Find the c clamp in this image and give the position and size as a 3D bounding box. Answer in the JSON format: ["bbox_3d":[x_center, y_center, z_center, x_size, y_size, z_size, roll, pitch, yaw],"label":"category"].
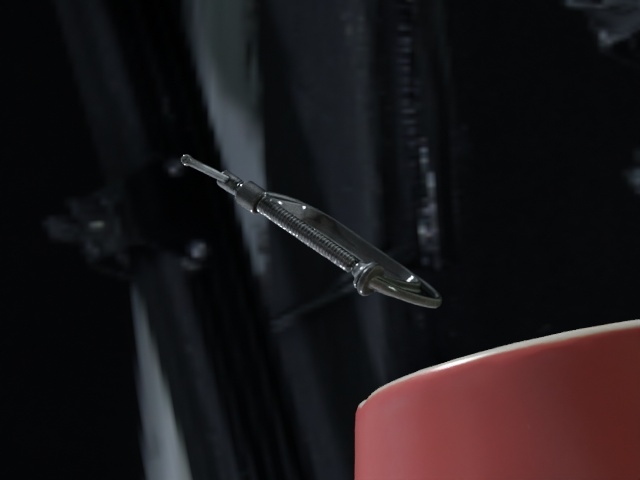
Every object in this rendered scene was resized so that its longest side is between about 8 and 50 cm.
[{"bbox_3d":[0.000,0.000,1.206,0.161,0.137,0.022,33,-82,23],"label":"c clamp"}]

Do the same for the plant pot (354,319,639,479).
[{"bbox_3d":[0.133,0.174,0.865,0.275,0.275,0.243,-23,-109,39],"label":"plant pot"}]
